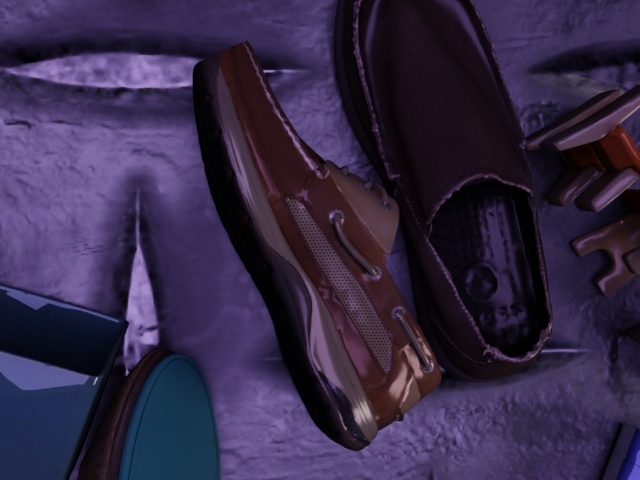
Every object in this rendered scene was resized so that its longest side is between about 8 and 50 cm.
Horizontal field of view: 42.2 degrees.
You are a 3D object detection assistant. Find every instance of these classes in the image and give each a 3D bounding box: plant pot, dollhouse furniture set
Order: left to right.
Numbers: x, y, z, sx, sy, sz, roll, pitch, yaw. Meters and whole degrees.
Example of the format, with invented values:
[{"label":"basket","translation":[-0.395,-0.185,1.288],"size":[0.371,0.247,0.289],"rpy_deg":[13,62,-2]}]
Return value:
[{"label":"plant pot","translation":[-0.258,0.160,0.582],"size":[0.165,0.165,0.234],"rpy_deg":[18,94,-9]},{"label":"dollhouse furniture set","translation":[0.297,0.000,0.624],"size":[0.135,0.259,0.262],"rpy_deg":[-33,96,1]}]

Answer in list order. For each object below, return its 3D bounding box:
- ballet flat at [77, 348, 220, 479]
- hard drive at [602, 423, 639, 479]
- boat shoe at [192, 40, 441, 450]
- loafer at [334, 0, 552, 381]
[{"label":"ballet flat","translation":[-0.136,0.255,0.608],"size":[0.124,0.116,0.343],"rpy_deg":[-24,64,29]},{"label":"hard drive","translation":[0.307,0.350,0.728],"size":[0.210,0.040,0.319],"rpy_deg":[23,85,-8]},{"label":"boat shoe","translation":[0.000,0.000,0.654],"size":[0.119,0.122,0.324],"rpy_deg":[-24,101,-14]},{"label":"loafer","translation":[0.117,-0.062,0.658],"size":[0.133,0.130,0.366],"rpy_deg":[-20,92,-9]}]
